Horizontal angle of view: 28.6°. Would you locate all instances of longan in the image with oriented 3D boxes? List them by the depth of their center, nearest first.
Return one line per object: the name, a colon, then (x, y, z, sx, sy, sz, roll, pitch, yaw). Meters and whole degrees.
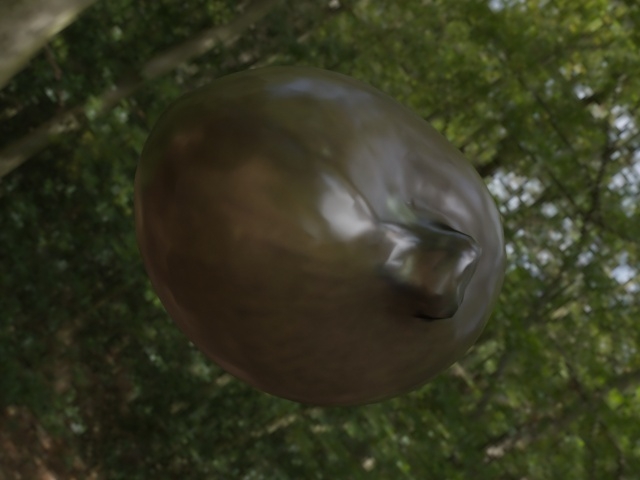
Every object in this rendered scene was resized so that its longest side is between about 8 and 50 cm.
longan: (0.000, 0.000, 0.939, 0.300, 0.243, 0.300, 21, 0, 0)
